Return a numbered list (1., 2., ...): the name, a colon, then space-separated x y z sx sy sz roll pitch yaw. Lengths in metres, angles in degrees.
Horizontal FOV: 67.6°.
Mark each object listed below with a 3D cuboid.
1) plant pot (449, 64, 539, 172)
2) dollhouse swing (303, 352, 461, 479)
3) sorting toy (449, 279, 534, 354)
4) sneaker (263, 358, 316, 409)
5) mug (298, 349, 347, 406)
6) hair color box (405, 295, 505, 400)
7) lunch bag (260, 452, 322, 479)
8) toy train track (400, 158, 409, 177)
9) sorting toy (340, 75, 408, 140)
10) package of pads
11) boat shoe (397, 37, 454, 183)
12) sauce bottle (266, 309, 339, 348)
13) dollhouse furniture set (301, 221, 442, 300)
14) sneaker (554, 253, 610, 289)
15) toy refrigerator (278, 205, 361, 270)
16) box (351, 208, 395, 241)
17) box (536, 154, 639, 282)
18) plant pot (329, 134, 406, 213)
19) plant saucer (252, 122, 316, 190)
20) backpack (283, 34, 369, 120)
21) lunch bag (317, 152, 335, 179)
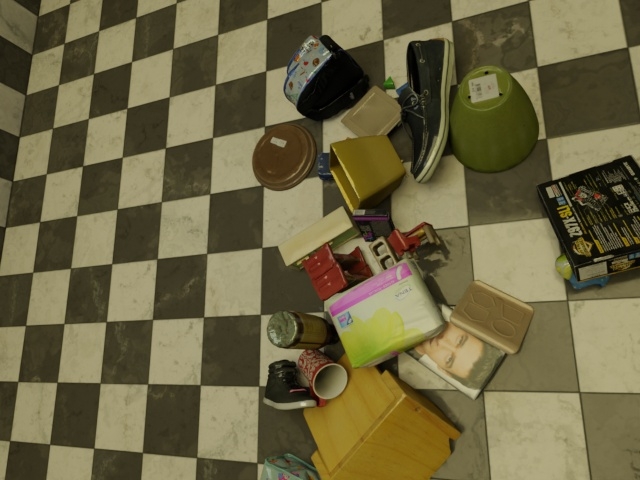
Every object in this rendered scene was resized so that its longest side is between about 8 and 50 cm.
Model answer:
1. plant pot: 0.499 -0.377 1.416 0.275 0.293 0.274 -6 76 23
2. dollhouse swing: 0.163 0.563 1.470 0.315 0.305 0.346 38 95 -15
3. sorting toy: 0.486 0.215 1.356 0.193 0.208 0.038 28 132 22
4. sneaker: -0.102 0.456 1.525 0.296 0.105 0.146 -20 64 59
5. mug: -0.012 0.426 1.510 0.150 0.113 0.169 -55 23 -6
6. hair color box: 0.347 0.282 1.426 0.374 0.114 0.185 33 92 26
7. lunch bag: -0.064 0.811 1.457 0.262 0.160 0.223 11 81 31
8. toy train track: 0.276 -0.246 1.641 0.048 0.014 0.083 -38 71 4
9. sorting toy: 0.193 -0.435 1.702 0.347 0.047 0.196 -46 60 3
10. package of pads: 0.188 0.220 1.391 0.297 0.101 0.229 -31 66 15
11. boat shoe: 0.325 -0.425 1.545 0.156 0.187 0.499 8 80 -5
12. sauce bottle: -0.037 0.282 1.465 0.111 0.344 0.111 -7 73 23
13. dollhouse furniture set: 0.156 0.037 1.485 0.374 0.201 0.152 -37 66 25
14. sneaker: 0.773 0.049 1.324 0.240 0.091 0.126 -31 97 3
15. toy refrigerator: 0.000 0.000 1.653 0.270 0.102 0.094 -31 67 14
16. box: 0.180 -0.046 1.553 0.116 0.162 0.029 1 58 24
17. box: 0.759 -0.066 1.275 0.257 0.079 0.322 -20 43 20
18. plant pot: 0.158 -0.225 1.572 0.187 0.212 0.212 -25 78 -5
19. plant saucer: -0.149 -0.326 1.833 0.278 0.041 0.277 -6 75 23
20. backpack: -0.005 -0.575 1.716 0.263 0.276 0.213 -50 59 13
21. lunch bag: 0.025 -0.263 1.727 0.067 0.065 0.098 3 79 5
